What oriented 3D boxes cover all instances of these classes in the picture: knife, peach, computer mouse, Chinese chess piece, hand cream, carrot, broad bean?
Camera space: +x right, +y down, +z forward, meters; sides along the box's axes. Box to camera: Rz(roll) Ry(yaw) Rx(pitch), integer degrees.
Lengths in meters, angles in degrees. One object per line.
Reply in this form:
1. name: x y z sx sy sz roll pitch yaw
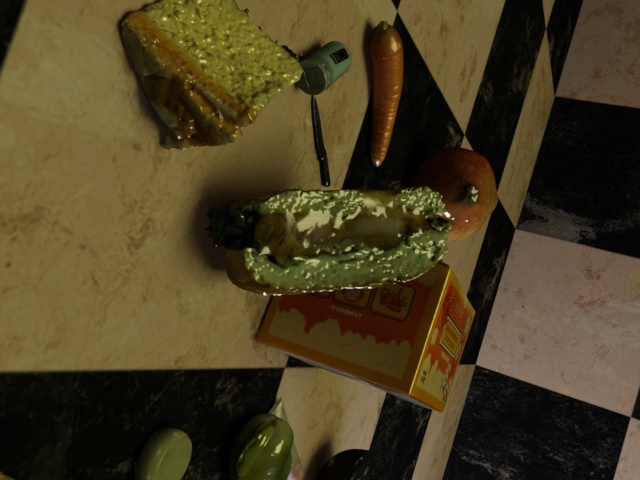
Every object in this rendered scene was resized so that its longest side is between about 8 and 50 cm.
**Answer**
1. knife: 0.000 -0.152 0.967 0.023 0.010 0.170 -58 149 -42
2. peach: 0.300 -0.100 1.369 0.232 0.233 0.232 -41 139 -49
3. computer mouse: 0.035 0.558 1.342 0.170 0.100 0.269 -44 146 -42
4. Chinese chess piece: -0.199 0.280 0.783 0.084 0.034 0.084 -46 144 -48
5. hand cream: -0.067 0.370 1.100 0.067 0.043 0.209 -46 137 -36
6. carrot: 0.115 -0.257 1.090 0.066 0.062 0.271 -96 -179 -47
7. broad bean: -0.091 0.354 0.985 0.124 0.082 0.174 -32 134 -42

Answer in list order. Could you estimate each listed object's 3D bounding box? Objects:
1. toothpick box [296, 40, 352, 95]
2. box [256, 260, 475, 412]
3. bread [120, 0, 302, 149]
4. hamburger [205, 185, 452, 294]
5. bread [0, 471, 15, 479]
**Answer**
1. toothpick box: 0.005 -0.245 0.872 0.083 0.052 0.052 -50 146 -43
2. box: 0.093 0.135 1.029 0.283 0.260 0.213 43 63 -62
3. bread: -0.112 -0.183 0.625 0.147 0.127 0.152 -55 132 -35
4. hamburger: 0.000 0.000 0.815 0.309 0.211 0.132 -6 88 -21
5. bread: -0.281 0.268 0.447 0.197 0.197 0.170 -59 158 -29
